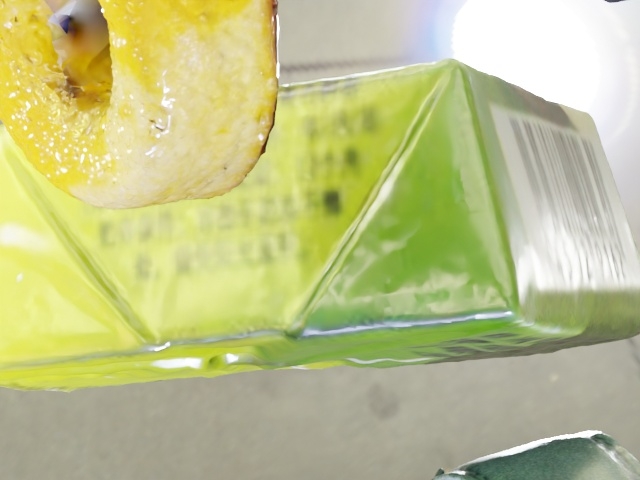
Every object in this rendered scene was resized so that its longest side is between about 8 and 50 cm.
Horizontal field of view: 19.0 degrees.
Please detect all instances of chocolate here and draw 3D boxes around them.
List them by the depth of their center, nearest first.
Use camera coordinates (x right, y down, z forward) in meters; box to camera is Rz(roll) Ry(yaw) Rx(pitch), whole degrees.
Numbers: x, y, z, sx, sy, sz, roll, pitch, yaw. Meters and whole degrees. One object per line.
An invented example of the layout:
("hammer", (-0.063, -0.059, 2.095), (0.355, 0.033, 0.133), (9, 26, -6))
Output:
("chocolate", (0.000, 0.000, 1.000), (0.301, 0.289, 0.137), (9, 75, -69))

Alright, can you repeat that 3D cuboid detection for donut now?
("donut", (-0.076, -0.082, 0.686), (0.058, 0.152, 0.152), (-22, 76, -37))

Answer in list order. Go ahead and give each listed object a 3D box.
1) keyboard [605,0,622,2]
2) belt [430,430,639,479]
("keyboard", (-0.008, -0.150, 0.372), (0.262, 0.016, 0.106), (30, 97, -19))
("belt", (0.136, 0.221, 0.935), (0.116, 0.206, 0.267), (-14, 52, -19))
